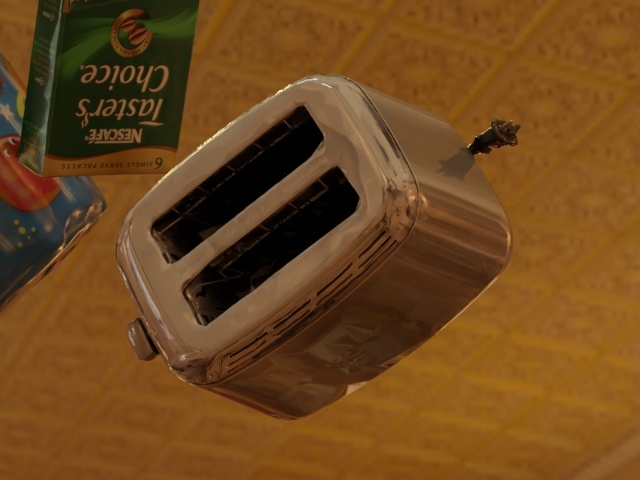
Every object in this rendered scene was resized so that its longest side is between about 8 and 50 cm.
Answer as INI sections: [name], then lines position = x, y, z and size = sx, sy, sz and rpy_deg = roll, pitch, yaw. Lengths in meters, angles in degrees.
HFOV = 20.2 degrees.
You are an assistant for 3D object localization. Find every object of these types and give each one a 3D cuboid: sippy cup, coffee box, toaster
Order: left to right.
[sippy cup]
position = -0.299, -0.049, 1.415
size = 0.224, 0.240, 0.305
rpy_deg = 47, -52, -2
[coffee box]
position = -0.140, -0.135, 1.230
size = 0.113, 0.184, 0.040
rpy_deg = -2, 21, -39
[toaster]
position = 0.000, 0.000, 0.976
size = 0.227, 0.129, 0.146
rpy_deg = -36, -23, 18
